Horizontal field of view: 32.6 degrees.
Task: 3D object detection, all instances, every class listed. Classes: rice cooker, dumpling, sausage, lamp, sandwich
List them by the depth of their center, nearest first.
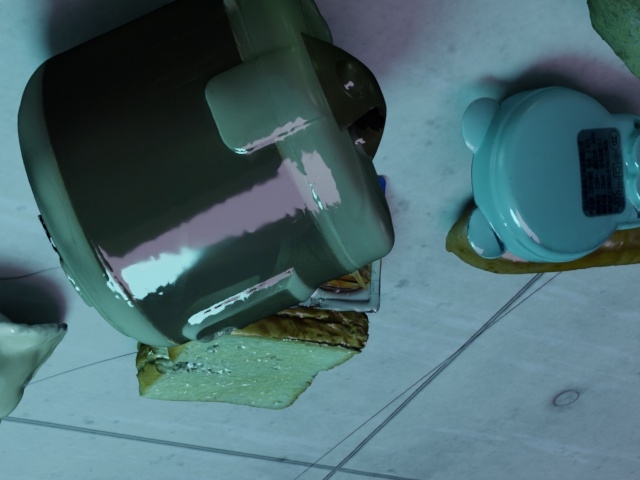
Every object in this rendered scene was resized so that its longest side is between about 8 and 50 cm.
[{"bbox_3d":[-0.089,-0.080,1.078,0.325,0.335,0.335,-23,139,6],"label":"rice cooker"},{"bbox_3d":[0.300,-0.080,1.318,0.283,0.147,0.210,-4,94,-9],"label":"lamp"},{"bbox_3d":[-0.423,0.153,1.368,0.226,0.243,0.175,-28,102,-14],"label":"dumpling"},{"bbox_3d":[-0.102,0.135,1.433,0.248,0.095,0.273,8,151,-23],"label":"sandwich"},{"bbox_3d":[0.411,-0.026,1.468,0.500,0.123,0.136,-5,165,-15],"label":"sausage"}]

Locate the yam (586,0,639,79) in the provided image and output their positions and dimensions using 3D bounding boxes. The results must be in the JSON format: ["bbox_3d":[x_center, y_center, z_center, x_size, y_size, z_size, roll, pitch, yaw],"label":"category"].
[{"bbox_3d":[0.354,-0.299,1.090,0.195,0.195,0.300,-24,138,7],"label":"yam"}]

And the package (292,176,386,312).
[{"bbox_3d":[0.000,0.000,1.340,0.171,0.173,0.027,4,179,-22],"label":"package"}]
